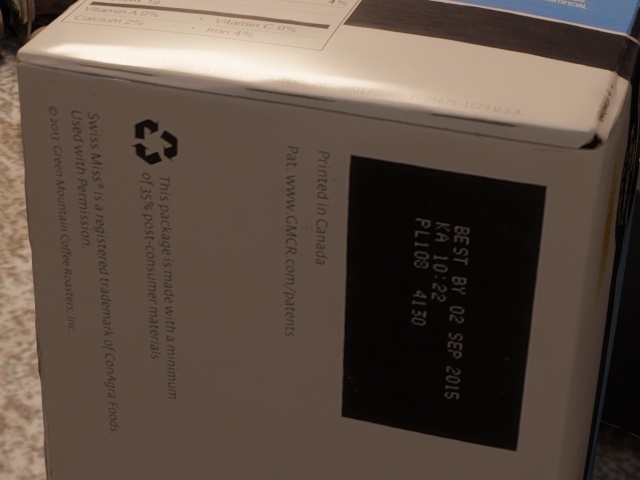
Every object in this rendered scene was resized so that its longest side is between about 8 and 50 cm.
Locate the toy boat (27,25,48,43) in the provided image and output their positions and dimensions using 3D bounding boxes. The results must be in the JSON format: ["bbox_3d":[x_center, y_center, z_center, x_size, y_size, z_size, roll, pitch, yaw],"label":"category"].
[{"bbox_3d":[-0.122,-0.163,1.205,0.231,0.151,0.151,-2,33,-6],"label":"toy boat"}]

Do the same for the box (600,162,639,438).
[{"bbox_3d":[0.281,-0.032,0.947,0.313,0.179,0.343,23,43,19],"label":"box"}]

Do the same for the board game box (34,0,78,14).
[{"bbox_3d":[-0.203,-0.251,1.455,0.154,0.026,0.103,-4,33,-10],"label":"board game box"}]

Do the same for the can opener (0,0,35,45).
[{"bbox_3d":[-0.340,-0.257,1.410,0.095,0.076,0.283,-16,36,-28],"label":"can opener"}]

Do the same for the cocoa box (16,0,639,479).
[{"bbox_3d":[0.019,0.038,0.712,0.231,0.347,0.228,10,33,14],"label":"cocoa box"}]
